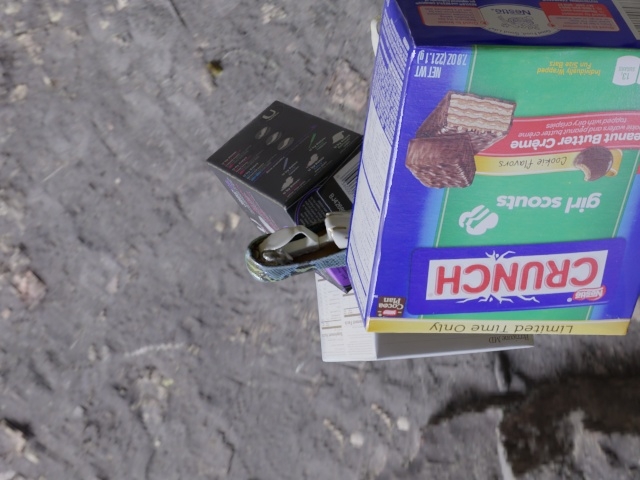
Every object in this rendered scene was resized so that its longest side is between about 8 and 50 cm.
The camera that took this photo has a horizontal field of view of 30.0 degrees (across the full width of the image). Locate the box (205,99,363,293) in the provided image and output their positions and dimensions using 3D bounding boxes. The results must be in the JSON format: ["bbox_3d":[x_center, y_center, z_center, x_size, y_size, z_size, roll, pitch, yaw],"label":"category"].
[{"bbox_3d":[-0.013,-0.066,1.613,0.143,0.270,0.165,-42,121,-10],"label":"box"}]

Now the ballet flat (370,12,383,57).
[{"bbox_3d":[0.136,-0.348,1.793,0.124,0.116,0.342,-5,111,-21],"label":"ballet flat"}]

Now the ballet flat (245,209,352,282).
[{"bbox_3d":[0.000,0.000,1.393,0.188,0.070,0.070,-20,105,4],"label":"ballet flat"}]

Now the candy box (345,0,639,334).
[{"bbox_3d":[0.177,-0.064,1.090,0.268,0.122,0.317,0,129,-9],"label":"candy box"}]

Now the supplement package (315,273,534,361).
[{"bbox_3d":[0.154,0.101,1.792,0.261,0.204,0.145,-3,85,-22],"label":"supplement package"}]
